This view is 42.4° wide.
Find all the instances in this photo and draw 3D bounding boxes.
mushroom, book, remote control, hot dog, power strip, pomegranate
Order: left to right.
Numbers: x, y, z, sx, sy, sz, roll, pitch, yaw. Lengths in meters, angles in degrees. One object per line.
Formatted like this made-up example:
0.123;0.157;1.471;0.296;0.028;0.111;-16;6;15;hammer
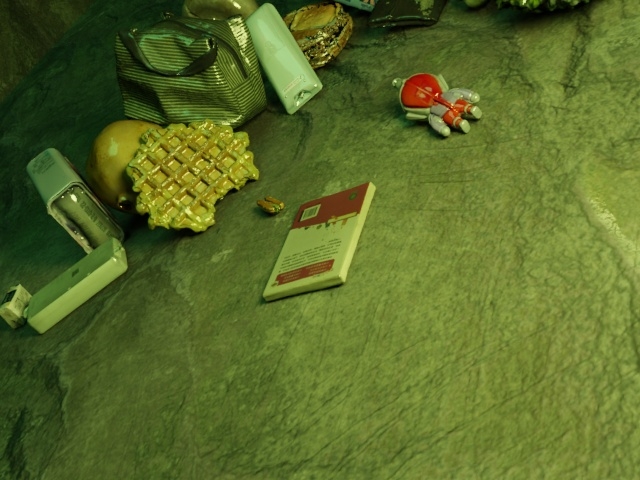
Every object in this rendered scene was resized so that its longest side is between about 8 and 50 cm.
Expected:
-0.526;0.094;1.787;0.270;0.046;0.118;-37;28;3;power strip
-0.421;-0.169;1.868;0.233;0.233;0.233;-26;33;18;pomegranate
-0.282;-0.580;2.262;0.243;0.243;0.243;-26;33;18;mushroom
-0.095;-0.066;1.590;0.037;0.021;0.083;-23;24;-17;hot dog
-0.100;-0.428;1.910;0.103;0.051;0.293;-39;62;18;remote control
0.000;0.000;1.402;0.162;0.022;0.232;-17;36;34;book

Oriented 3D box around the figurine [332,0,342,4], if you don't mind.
0.067;-0.693;2.167;0.208;0.128;0.184;-43;28;-25;figurine

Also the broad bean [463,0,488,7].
0.370;-0.566;1.688;0.228;0.100;0.169;-30;7;31;broad bean

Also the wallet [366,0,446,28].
0.229;-0.597;1.908;0.170;0.044;0.321;7;49;24;wallet

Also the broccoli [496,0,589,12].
0.438;-0.568;1.456;0.348;0.281;0.293;-42;19;-5;broccoli

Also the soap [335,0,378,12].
0.042;-0.630;2.002;0.156;0.293;0.077;-104;32;-59;soap

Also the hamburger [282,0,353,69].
-0.024;-0.495;2.009;0.231;0.107;0.231;-23;31;15;hamburger

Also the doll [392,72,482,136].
0.199;-0.254;1.487;0.102;0.075;0.227;-50;41;-3;doll

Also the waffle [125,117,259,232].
-0.268;-0.136;1.723;0.291;0.051;0.291;0;68;-1;waffle

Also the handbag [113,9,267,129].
-0.301;-0.391;1.900;0.341;0.240;0.247;11;31;23;handbag

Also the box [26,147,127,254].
-0.589;-0.092;1.963;0.112;0.190;0.370;-42;30;-7;box

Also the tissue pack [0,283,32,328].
-0.686;0.148;1.860;0.042;0.062;0.083;-20;35;17;tissue pack
